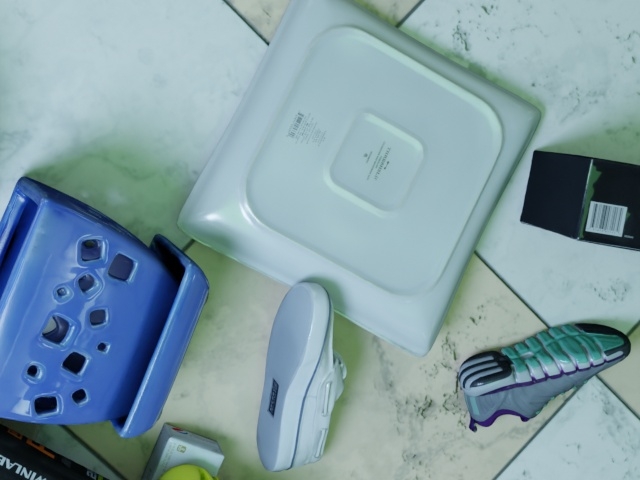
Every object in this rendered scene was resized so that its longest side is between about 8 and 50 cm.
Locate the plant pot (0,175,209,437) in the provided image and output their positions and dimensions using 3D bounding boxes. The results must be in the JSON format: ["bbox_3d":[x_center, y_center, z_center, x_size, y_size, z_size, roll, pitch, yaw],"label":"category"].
[{"bbox_3d":[-0.261,0.078,1.375,0.212,0.236,0.236,20,92,-21],"label":"plant pot"}]

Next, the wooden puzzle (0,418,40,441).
[{"bbox_3d":[-0.531,0.286,1.398,0.322,0.080,0.347,27,76,-12],"label":"wooden puzzle"}]

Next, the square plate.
[{"bbox_3d":[0.058,-0.087,1.479,0.344,0.049,0.347,29,81,-12],"label":"square plate"}]

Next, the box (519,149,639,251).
[{"bbox_3d":[0.401,-0.038,1.518,0.261,0.184,0.103,9,93,-13],"label":"box"}]

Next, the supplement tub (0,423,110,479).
[{"bbox_3d":[-0.349,0.299,1.297,0.338,0.207,0.207,30,90,-9],"label":"supplement tub"}]

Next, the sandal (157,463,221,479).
[{"bbox_3d":[-0.060,0.370,1.462,0.317,0.138,0.126,29,85,-40],"label":"sandal"}]

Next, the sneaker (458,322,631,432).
[{"bbox_3d":[0.284,0.174,1.587,0.224,0.083,0.098,-13,120,-6],"label":"sneaker"}]

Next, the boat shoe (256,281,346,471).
[{"bbox_3d":[-0.014,0.160,1.488,0.084,0.095,0.258,-2,125,-26],"label":"boat shoe"}]

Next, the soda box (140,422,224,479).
[{"bbox_3d":[-0.191,0.334,1.498,0.074,0.069,0.216,22,93,-15],"label":"soda box"}]
